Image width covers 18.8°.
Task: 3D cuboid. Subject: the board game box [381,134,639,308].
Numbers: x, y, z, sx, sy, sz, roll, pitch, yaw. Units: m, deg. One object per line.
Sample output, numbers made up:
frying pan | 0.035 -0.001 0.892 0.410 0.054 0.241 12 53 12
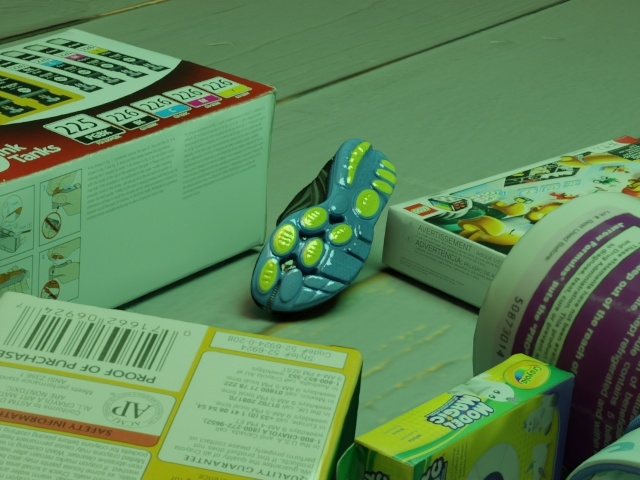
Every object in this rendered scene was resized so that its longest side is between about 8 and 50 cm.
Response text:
board game box | 0.219 -0.004 1.471 0.193 0.053 0.305 24 29 37

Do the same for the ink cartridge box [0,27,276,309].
ink cartridge box | -0.233 -0.050 1.373 0.272 0.130 0.309 18 26 31

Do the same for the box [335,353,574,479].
box | 0.067 0.135 1.025 0.043 0.105 0.179 21 27 36

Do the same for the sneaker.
sneaker | 0.000 0.000 1.402 0.067 0.078 0.188 36 40 -3

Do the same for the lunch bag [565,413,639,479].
lunch bag | 0.207 0.179 0.858 0.219 0.176 0.090 18 25 29

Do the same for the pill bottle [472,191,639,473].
pill bottle | 0.240 0.097 1.080 0.169 0.169 0.301 -11 28 -36

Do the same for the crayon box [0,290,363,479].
crayon box | -0.108 0.154 0.923 0.203 0.083 0.323 9 31 7
